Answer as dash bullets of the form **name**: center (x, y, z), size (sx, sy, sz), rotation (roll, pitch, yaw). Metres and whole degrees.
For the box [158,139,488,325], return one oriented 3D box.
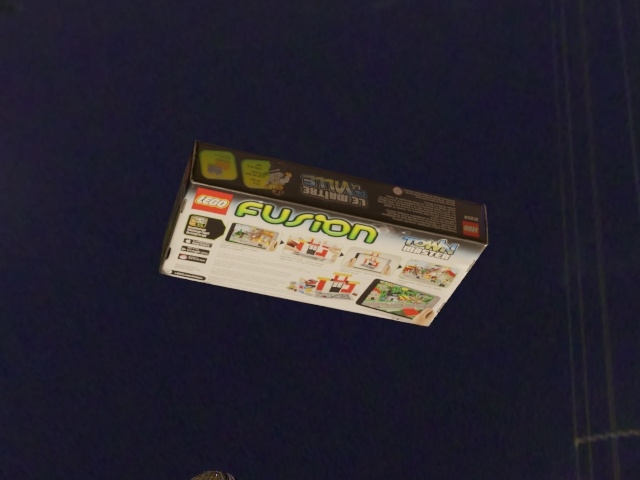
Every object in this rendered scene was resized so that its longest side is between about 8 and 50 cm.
- **box**: center (0.000, 0.000, 0.769), size (0.207, 0.114, 0.036), rotation (12, -128, -13)

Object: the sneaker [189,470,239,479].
- **sneaker**: center (-0.163, 0.221, 0.707), size (0.134, 0.343, 0.146), rotation (-24, -93, 37)
